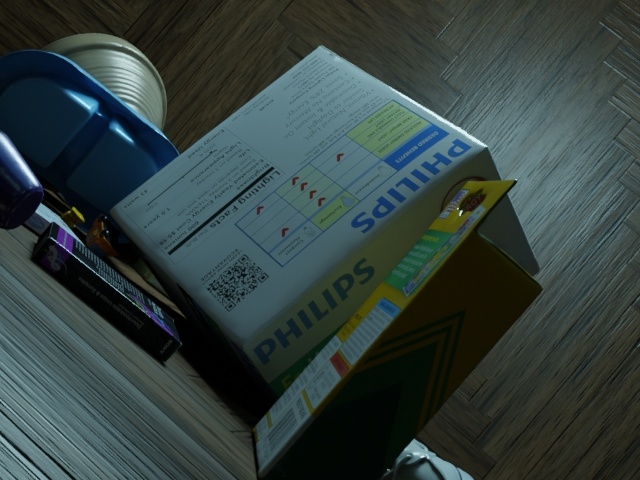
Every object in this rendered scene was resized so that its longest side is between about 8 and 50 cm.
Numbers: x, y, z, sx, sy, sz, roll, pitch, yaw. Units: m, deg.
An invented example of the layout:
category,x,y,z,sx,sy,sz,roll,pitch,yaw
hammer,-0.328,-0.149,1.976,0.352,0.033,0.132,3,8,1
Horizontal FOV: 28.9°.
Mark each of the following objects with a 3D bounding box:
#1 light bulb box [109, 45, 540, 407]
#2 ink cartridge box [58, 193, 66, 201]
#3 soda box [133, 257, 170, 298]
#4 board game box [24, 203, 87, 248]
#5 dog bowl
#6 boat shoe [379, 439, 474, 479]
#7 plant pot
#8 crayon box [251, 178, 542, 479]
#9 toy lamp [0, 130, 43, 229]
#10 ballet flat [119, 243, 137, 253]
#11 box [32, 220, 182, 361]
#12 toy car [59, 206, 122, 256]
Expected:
category,x,y,z,sx,sy,sz,roll,pitch,yaw
light bulb box,0.000,0.000,1.498,0.361,0.358,0.225,40,-14,48
ink cartridge box,-0.366,-0.130,1.895,0.175,0.127,0.072,39,-3,42
soda box,-0.177,0.073,1.768,0.181,0.058,0.061,41,-1,-33
board game box,-0.303,-0.024,1.343,0.090,0.020,0.090,42,-3,-41
dog bowl,-0.306,-0.126,1.587,0.297,0.166,0.074,38,13,-16
boat shoe,0.102,0.292,1.527,0.084,0.095,0.258,37,-11,-20
plant pot,-0.309,-0.153,1.695,0.237,0.237,0.110,42,4,-44
crayon box,0.076,0.092,1.108,0.083,0.323,0.203,41,-1,-5
toy lamp,-0.354,-0.110,1.069,0.275,0.080,0.080,37,-2,9
ballet flat,-0.257,-0.038,1.842,0.123,0.123,0.348,40,-4,12
box,-0.207,0.049,1.208,0.162,0.029,0.116,39,0,-13
toy car,-0.284,-0.017,1.484,0.122,0.041,0.060,46,16,-54
